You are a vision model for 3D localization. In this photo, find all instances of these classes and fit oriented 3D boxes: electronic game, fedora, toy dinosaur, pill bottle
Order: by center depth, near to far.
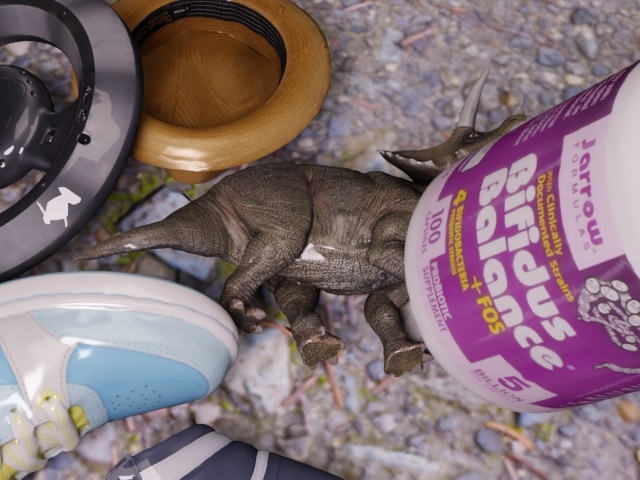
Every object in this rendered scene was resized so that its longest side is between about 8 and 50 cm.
[{"bbox_3d":[0.186,-0.010,0.807,0.169,0.301,0.169,9,71,-26],"label":"pill bottle"},{"bbox_3d":[0.000,0.000,0.995,0.313,0.121,0.160,-9,44,-3],"label":"toy dinosaur"},{"bbox_3d":[-0.220,-0.075,1.012,0.229,0.048,0.229,-11,63,23],"label":"electronic game"},{"bbox_3d":[-0.083,-0.104,1.066,0.194,0.079,0.194,2,49,-2],"label":"fedora"}]

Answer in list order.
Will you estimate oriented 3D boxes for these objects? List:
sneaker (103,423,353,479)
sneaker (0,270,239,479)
[{"bbox_3d":[-0.084,0.223,0.822,0.153,0.099,0.282,26,51,9],"label":"sneaker"},{"bbox_3d":[-0.201,0.137,0.867,0.319,0.127,0.208,-8,53,3],"label":"sneaker"}]
